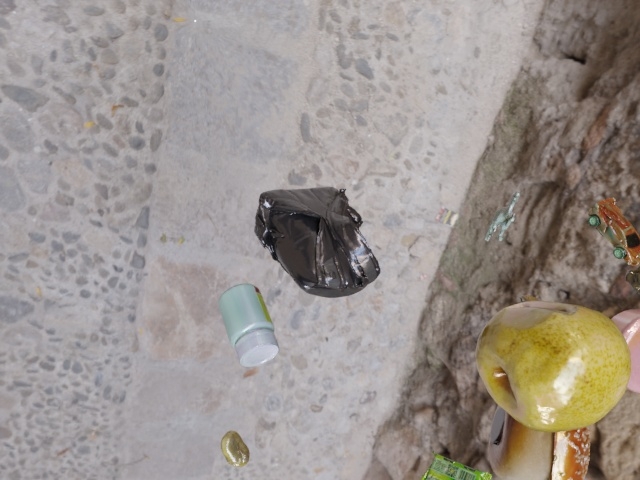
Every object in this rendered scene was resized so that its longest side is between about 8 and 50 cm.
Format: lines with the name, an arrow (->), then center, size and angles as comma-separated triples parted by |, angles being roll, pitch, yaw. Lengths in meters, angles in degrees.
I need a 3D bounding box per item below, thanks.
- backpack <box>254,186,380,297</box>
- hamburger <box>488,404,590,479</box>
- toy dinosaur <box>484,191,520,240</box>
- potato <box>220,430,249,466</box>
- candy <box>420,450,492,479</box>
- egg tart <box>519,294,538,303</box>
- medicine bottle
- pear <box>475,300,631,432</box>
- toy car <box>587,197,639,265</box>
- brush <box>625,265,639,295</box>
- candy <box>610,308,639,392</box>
backpack -> 0.000, 0.000, 1.418 | 0.363, 0.445, 0.254 | -10, 137, -31
hamburger -> 0.375, 0.327, 0.771 | 0.147, 0.237, 0.236 | 14, 115, 16
toy dinosaur -> 0.554, -0.072, 1.372 | 0.053, 0.242, 0.167 | 25, 105, 17
potato -> -0.318, 0.774, 1.683 | 0.070, 0.091, 0.138 | -32, 89, 42
candy -> 0.368, 0.655, 1.242 | 0.032, 0.178, 0.102 | 50, 58, -31
egg tart -> 0.819, 0.355, 1.661 | 0.132, 0.345, 0.345 | -36, 119, 13
medicine bottle -> -0.218, 0.253, 1.378 | 0.139, 0.225, 0.139 | -18, 143, -14
pear -> 0.295, 0.150, 0.577 | 0.178, 0.178, 0.178 | -6, 117, -13
toy car -> 0.513, -0.014, 0.777 | 0.059, 0.122, 0.035 | -15, 153, -22
brush -> 0.810, 0.063, 0.945 | 0.084, 0.301, 0.071 | 50, 56, -7
candy -> 0.962, 0.329, 1.357 | 0.255, 0.094, 0.255 | -1, 96, -11
